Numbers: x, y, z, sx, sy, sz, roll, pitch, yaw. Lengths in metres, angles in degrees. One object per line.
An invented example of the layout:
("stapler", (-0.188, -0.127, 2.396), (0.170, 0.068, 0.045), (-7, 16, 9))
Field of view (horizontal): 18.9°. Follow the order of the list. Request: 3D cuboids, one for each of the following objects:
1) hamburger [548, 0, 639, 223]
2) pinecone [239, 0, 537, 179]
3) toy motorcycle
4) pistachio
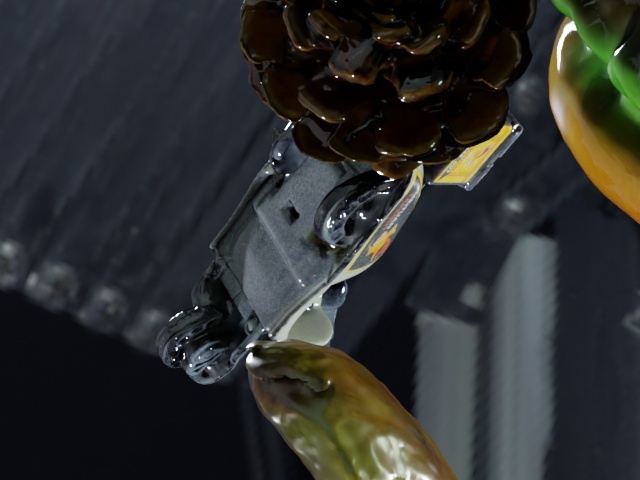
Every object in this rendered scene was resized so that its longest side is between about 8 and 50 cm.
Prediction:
("hamburger", (0.317, -0.115, 1.058), (0.396, 0.396, 0.277), (-122, -144, -51))
("pinecone", (0.035, -0.115, 1.001), (0.173, 0.173, 0.173), (-31, -134, 38))
("toy motorcycle", (0.000, 0.000, 1.253), (0.263, 0.157, 0.091), (-50, -117, 29))
("pistachio", (0.032, 0.105, 0.887), (0.049, 0.173, 0.089), (-36, -158, 18))
